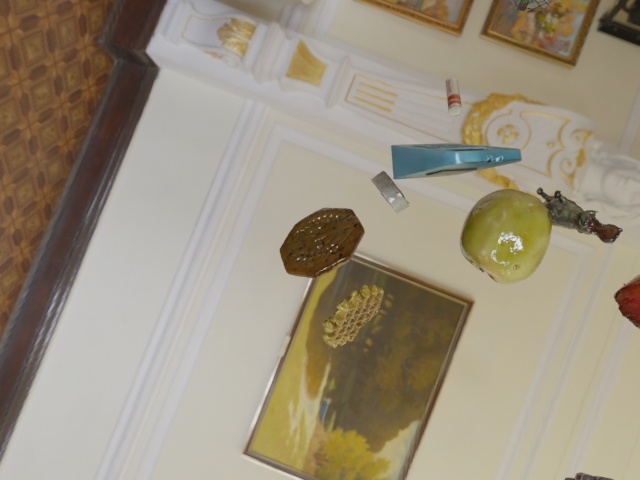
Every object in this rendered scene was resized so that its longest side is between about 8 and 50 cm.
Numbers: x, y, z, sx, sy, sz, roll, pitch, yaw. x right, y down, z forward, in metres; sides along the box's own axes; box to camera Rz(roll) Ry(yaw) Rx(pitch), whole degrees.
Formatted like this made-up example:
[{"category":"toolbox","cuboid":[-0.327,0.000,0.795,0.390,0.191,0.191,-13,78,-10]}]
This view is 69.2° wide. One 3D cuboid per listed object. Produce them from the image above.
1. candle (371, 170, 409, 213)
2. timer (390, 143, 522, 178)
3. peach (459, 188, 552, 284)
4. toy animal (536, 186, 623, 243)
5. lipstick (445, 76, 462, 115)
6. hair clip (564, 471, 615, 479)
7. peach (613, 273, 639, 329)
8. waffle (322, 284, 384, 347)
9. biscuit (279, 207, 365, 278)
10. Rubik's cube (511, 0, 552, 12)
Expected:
[{"category":"candle","cuboid":[0.263,-0.182,1.741,0.068,0.168,0.192,-36,169,8]},{"category":"timer","cuboid":[0.324,-0.207,1.130,0.250,0.231,0.091,4,-80,61]},{"category":"peach","cuboid":[0.632,-0.019,1.594,0.314,0.281,0.316,-3,117,-68]},{"category":"toy animal","cuboid":[0.871,-0.091,1.632,0.106,0.168,0.343,-52,-159,8]},{"category":"lipstick","cuboid":[0.384,-0.416,1.340,0.038,0.038,0.131,110,-12,-54]},{"category":"hair clip","cuboid":[0.568,0.485,0.890,0.195,0.124,0.052,-18,-125,51]},{"category":"peach","cuboid":[1.073,0.176,1.382,0.201,0.361,0.258,120,-21,-49]},{"category":"waffle","cuboid":[0.112,0.246,1.525,0.253,0.056,0.249,-36,148,-15]},{"category":"biscuit","cuboid":[0.000,-0.001,1.770,0.046,0.359,0.359,59,39,-39]},{"category":"Rubik's cube","cuboid":[0.455,-0.545,0.989,0.111,0.111,0.093,-52,146,-88]}]
